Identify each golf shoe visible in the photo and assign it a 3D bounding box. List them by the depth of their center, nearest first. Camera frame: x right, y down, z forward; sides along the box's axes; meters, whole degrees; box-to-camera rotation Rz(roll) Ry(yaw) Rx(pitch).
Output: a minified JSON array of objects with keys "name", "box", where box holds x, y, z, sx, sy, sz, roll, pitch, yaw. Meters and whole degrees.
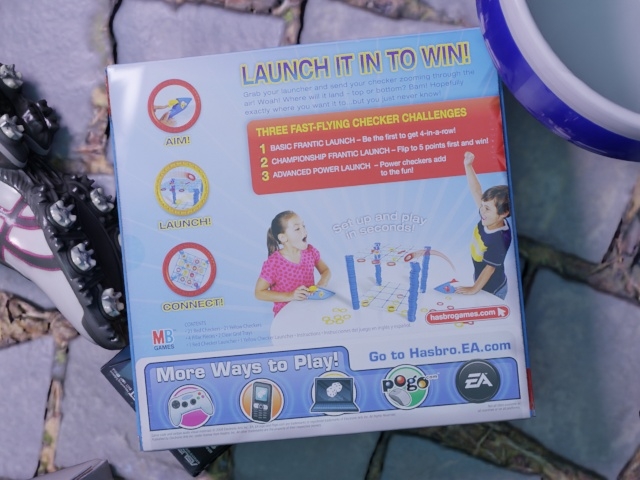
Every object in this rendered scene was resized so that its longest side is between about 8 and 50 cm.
[{"name":"golf shoe","box":[-0.242,-0.016,1.376,0.120,0.105,0.273,-36,82,25]}]

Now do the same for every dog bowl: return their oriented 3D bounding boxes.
[{"name":"dog bowl","box":[0.250,-0.193,1.226,0.265,0.104,0.265,1,81,-8]}]

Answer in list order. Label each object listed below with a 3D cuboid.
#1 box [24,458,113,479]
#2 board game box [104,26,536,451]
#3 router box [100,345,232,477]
[{"name":"box","box":[-0.210,0.354,1.373,0.148,0.121,0.311,-18,91,11]},{"name":"board game box","box":[0.000,0.000,1.308,0.308,0.086,0.302,-5,89,4]},{"name":"router box","box":[-0.109,0.120,1.382,0.092,0.038,0.122,-42,87,10]}]
